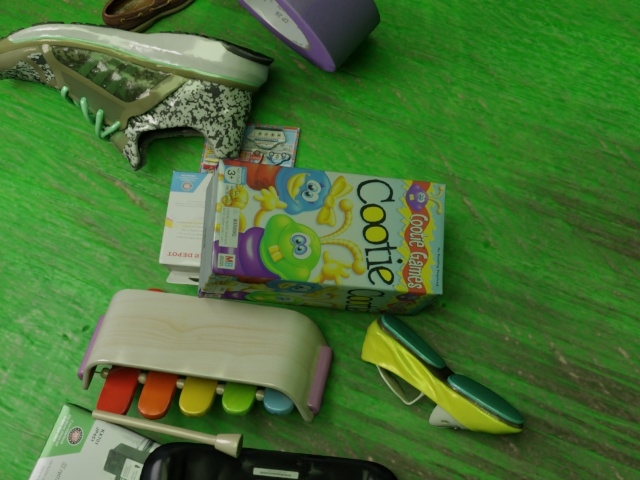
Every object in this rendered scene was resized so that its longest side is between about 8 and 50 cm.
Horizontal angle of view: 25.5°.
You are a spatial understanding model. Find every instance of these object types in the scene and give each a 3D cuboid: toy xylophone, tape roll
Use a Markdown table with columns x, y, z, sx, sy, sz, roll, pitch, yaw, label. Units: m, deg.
| x | y | z | sx | sy | sz | roll | pitch | yaw | label |
| --- | --- | --- | --- | --- | --- | --- | --- | --- | --- |
| -0.156 | 0.162 | 1.748 | 0.323 | 0.081 | 0.236 | 13 | 52 | 16 | toy xylophone |
| -0.053 | -0.340 | 1.801 | 0.275 | 0.275 | 0.090 | 42 | 87 | 19 | tape roll |

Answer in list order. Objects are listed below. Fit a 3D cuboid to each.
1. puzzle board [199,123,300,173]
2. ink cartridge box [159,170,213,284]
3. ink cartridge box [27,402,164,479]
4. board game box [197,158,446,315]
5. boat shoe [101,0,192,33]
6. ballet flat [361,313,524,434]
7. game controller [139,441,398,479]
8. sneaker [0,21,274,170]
| x | y | z | sx | sy | sz | roll | pitch | yaw | label |
| --- | --- | --- | --- | --- | --- | --- | --- | --- | --- |
| -0.097 | -0.111 | 1.887 | 0.128 | 0.011 | 0.096 | 6 | 76 | 13 | puzzle board |
| -0.146 | -0.007 | 1.826 | 0.092 | 0.090 | 0.143 | 5 | 76 | 13 | ink cartridge box |
| -0.248 | 0.312 | 1.760 | 0.208 | 0.087 | 0.153 | 21 | 80 | 15 | ink cartridge box |
| 0.000 | 0.000 | 1.718 | 0.275 | 0.142 | 0.144 | 5 | 75 | -10 | board game box |
| -0.224 | -0.346 | 1.952 | 0.178 | 0.060 | 0.064 | -36 | 71 | 0 | boat shoe |
| 0.142 | 0.182 | 1.732 | 0.231 | 0.077 | 0.077 | 37 | 106 | 21 | ballet flat |
| -0.060 | 0.333 | 1.687 | 0.319 | 0.067 | 0.166 | 7 | 67 | -7 | game controller |
| -0.271 | -0.187 | 1.883 | 0.410 | 0.158 | 0.182 | 6 | 88 | 17 | sneaker |
